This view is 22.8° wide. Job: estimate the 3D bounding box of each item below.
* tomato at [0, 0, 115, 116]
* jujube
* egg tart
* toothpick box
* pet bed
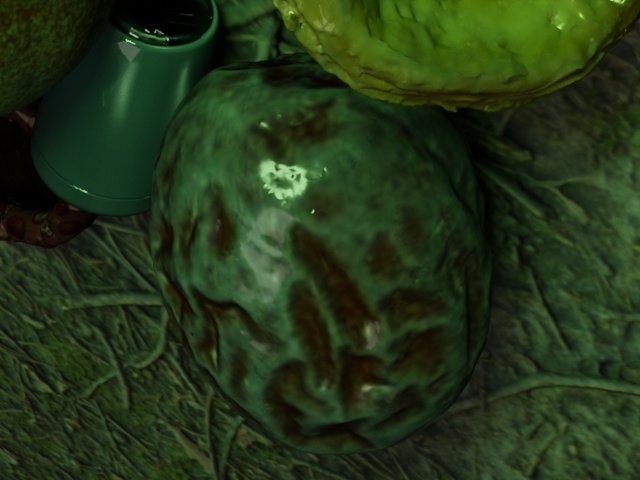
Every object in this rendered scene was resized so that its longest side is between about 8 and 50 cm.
[{"bbox_3d":[-0.256,-0.229,1.011,0.303,0.239,0.304,32,138,33],"label":"tomato"},{"bbox_3d":[-0.001,0.006,1.129,0.246,0.215,0.308,-2,131,30],"label":"jujube"},{"bbox_3d":[0.081,-0.206,0.845,0.123,0.294,0.294,40,157,49],"label":"egg tart"},{"bbox_3d":[-0.141,-0.114,1.172,0.120,0.120,0.184,30,137,2],"label":"toothpick box"},{"bbox_3d":[-0.269,-0.072,1.351,0.201,0.053,0.201,22,140,20],"label":"pet bed"}]
